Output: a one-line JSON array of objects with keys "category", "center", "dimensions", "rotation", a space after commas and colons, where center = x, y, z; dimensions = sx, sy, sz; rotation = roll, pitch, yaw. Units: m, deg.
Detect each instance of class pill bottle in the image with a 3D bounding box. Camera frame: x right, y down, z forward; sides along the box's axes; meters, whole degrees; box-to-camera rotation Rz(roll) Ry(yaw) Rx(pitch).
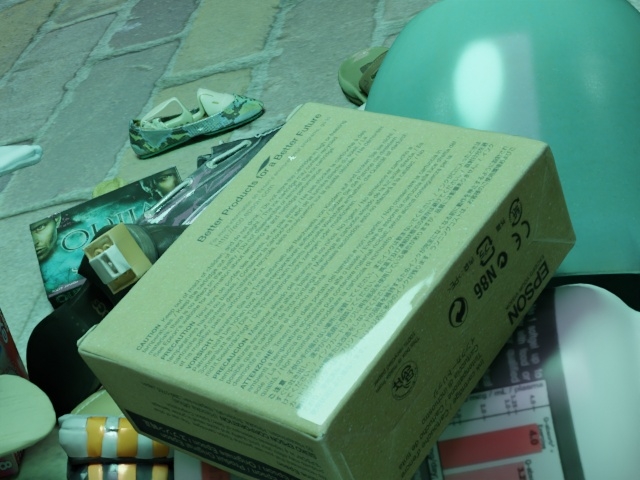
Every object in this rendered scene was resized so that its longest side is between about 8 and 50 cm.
[{"category": "pill bottle", "center": [0.109, 0.143, 0.839], "dimensions": [0.363, 0.210, 0.210], "rotation": [-13, 27, 15]}]

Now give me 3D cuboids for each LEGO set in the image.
[{"category": "LEGO set", "center": [-0.068, 0.087, 1.106], "dimensions": [0.107, 0.132, 0.287], "rotation": [-37, 66, -27]}]

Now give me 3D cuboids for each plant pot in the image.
[{"category": "plant pot", "center": [0.158, -0.052, 0.994], "dimensions": [0.293, 0.235, 0.293], "rotation": [-3, -15, -1]}]

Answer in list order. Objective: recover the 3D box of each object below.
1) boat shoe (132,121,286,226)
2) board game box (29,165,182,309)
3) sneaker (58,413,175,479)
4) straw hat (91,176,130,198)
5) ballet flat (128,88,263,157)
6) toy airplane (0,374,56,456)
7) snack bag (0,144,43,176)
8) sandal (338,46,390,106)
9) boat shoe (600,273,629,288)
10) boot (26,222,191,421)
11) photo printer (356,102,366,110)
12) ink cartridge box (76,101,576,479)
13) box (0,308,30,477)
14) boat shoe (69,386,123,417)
[{"category": "boat shoe", "center": [-0.091, -0.068, 1.474], "dimensions": [0.102, 0.108, 0.301], "rotation": [33, 58, 22]}, {"category": "board game box", "center": [-0.234, -0.006, 1.520], "dimensions": [0.186, 0.026, 0.126], "rotation": [-22, 49, -4]}, {"category": "sneaker", "center": [-0.141, 0.218, 0.975], "dimensions": [0.124, 0.180, 0.321], "rotation": [1, -7, 0]}, {"category": "straw hat", "center": [-0.246, -0.043, 1.609], "dimensions": [0.144, 0.061, 0.144], "rotation": [-17, 27, 9]}, {"category": "ballet flat", "center": [-0.172, -0.169, 1.794], "dimensions": [0.188, 0.070, 0.070], "rotation": [-21, 26, -3]}, {"category": "toy airplane", "center": [-0.451, 0.214, 1.030], "dimensions": [0.386, 0.272, 0.384], "rotation": [19, 49, 4]}, {"category": "snack bag", "center": [-0.438, -0.024, 1.083], "dimensions": [0.323, 0.037, 0.342], "rotation": [-4, 16, 41]}, {"category": "sandal", "center": [0.098, -0.207, 1.652], "dimensions": [0.120, 0.086, 0.303], "rotation": [-29, 28, -17]}, {"category": "boat shoe", "center": [0.272, 0.014, 1.156], "dimensions": [0.050, 0.045, 0.135], "rotation": [-17, 22, 29]}, {"category": "boot", "center": [-0.144, 0.061, 1.279], "dimensions": [0.229, 0.263, 0.091], "rotation": [-12, 56, -51]}, {"category": "photo printer", "center": [0.137, -0.069, 1.338], "dimensions": [0.307, 0.107, 0.256], "rotation": [7, 37, 43]}, {"category": "ink cartridge box", "center": [0.008, 0.031, 0.782], "dimensions": [0.193, 0.088, 0.235], "rotation": [14, 53, 40]}, {"category": "box", "center": [-0.362, 0.091, 1.208], "dimensions": [0.122, 0.257, 0.128], "rotation": [-14, 25, 4]}, {"category": "boat shoe", "center": [-0.104, 0.096, 1.202], "dimensions": [0.302, 0.098, 0.109], "rotation": [-29, 28, -17]}]
